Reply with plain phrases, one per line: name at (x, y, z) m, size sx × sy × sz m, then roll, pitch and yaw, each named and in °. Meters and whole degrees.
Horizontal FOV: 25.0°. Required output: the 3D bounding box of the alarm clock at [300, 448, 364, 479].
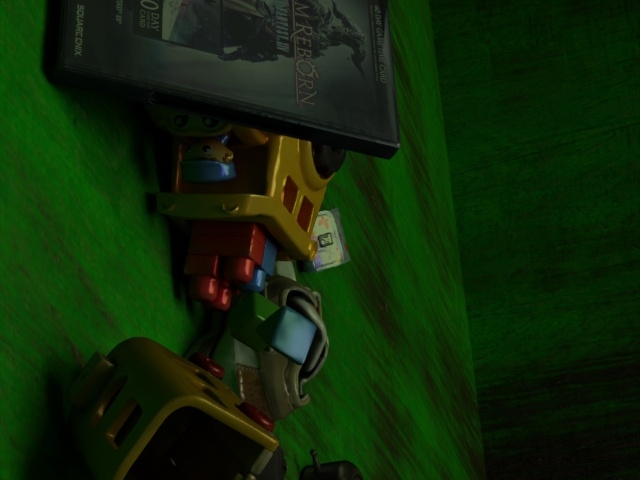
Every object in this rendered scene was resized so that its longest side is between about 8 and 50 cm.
alarm clock at (0.027, 0.311, 1.559) m, size 0.192 × 0.064 × 0.129 m, roll 67°, pitch 17°, yaw -56°

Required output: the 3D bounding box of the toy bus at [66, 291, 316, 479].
toy bus at (-0.113, 0.116, 0.950) m, size 0.104 × 0.202 × 0.191 m, roll 36°, pitch 43°, yaw -28°

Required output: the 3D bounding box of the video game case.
video game case at (-0.070, -0.174, 1.132) m, size 0.026 × 0.274 × 0.196 m, roll 128°, pitch -33°, yaw -50°

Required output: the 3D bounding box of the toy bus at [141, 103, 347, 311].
toy bus at (-0.079, -0.054, 1.241) m, size 0.220 × 0.149 × 0.211 m, roll 52°, pitch 46°, yaw -61°

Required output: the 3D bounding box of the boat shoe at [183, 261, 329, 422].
boat shoe at (-0.043, 0.090, 1.312) m, size 0.302 × 0.103 × 0.113 m, roll -75°, pitch 152°, yaw -64°

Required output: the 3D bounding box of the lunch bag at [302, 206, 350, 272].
lunch bag at (0.000, 0.000, 1.718) m, size 0.083 × 0.053 × 0.071 m, roll -14°, pitch 92°, yaw -69°

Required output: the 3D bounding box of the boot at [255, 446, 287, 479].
boot at (-0.037, 0.253, 1.089) m, size 0.263 × 0.091 × 0.229 m, roll 54°, pitch 24°, yaw -43°
